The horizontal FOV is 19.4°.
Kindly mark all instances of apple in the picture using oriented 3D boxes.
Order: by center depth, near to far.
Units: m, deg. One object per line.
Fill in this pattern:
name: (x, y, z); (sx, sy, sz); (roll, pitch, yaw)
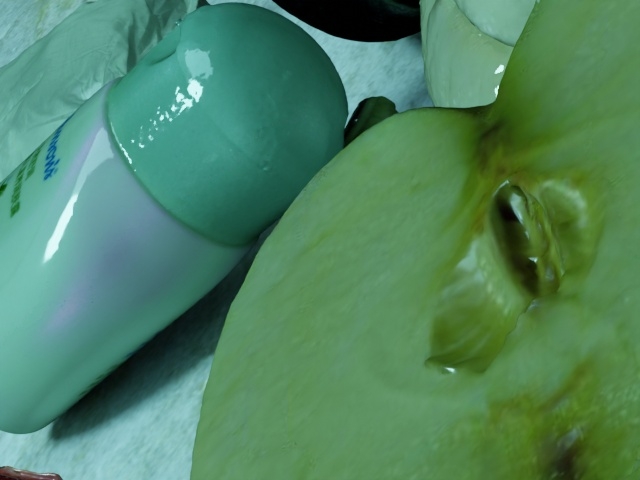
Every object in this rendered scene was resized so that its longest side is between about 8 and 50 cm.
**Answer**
apple: (0.100, 0.029, 0.755); (0.312, 0.320, 0.360); (-1, 36, -2)

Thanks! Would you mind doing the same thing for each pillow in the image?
pillow: (-0.215, -0.093, 1.611); (0.283, 0.138, 0.310); (-32, 28, 22)

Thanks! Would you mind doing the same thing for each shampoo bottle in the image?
shampoo bottle: (-0.128, -0.024, 1.296); (0.349, 0.151, 0.222); (-38, 20, 25)

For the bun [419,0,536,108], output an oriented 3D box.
bun: (0.193, -0.200, 1.069); (0.365, 0.219, 0.365); (-31, 25, 17)

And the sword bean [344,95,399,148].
sword bean: (0.000, 0.001, 1.253); (0.043, 0.038, 0.269); (-54, 8, 47)

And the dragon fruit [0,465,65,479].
dragon fruit: (-0.205, 0.215, 1.054); (0.262, 0.163, 0.189); (17, 85, 28)

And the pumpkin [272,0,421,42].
pumpkin: (0.056, -0.288, 1.363); (0.315, 0.238, 0.315); (-36, 9, 6)
